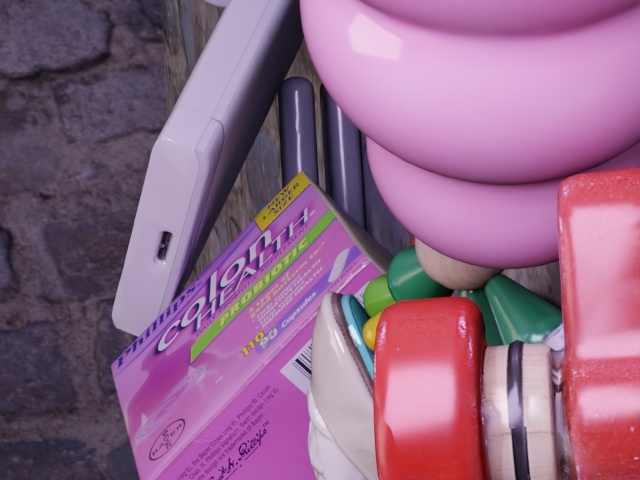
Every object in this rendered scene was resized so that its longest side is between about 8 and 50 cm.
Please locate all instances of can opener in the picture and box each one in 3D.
[{"bbox_3d":[0.000,0.000,1.634,0.093,0.074,0.280,-148,54,-79],"label":"can opener"}]

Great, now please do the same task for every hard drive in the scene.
[{"bbox_3d":[-0.067,-0.120,1.527,0.233,0.047,0.353,110,-178,-50],"label":"hard drive"}]

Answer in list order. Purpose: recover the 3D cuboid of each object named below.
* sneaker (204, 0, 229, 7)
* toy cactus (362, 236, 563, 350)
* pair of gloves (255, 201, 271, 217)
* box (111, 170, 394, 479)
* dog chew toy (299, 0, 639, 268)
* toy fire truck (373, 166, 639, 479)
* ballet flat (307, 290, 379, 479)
[{"bbox_3d":[-0.079,-0.377,1.726,0.210,0.137,0.366,-115,26,-71],"label":"sneaker"},{"bbox_3d":[0.091,0.033,0.995,0.219,0.112,0.180,-134,26,-57],"label":"toy cactus"},{"bbox_3d":[-0.024,0.043,1.674,0.198,0.023,0.159,-11,-82,-68],"label":"pair of gloves"},{"bbox_3d":[-0.026,0.089,1.360,0.117,0.213,0.243,43,-175,-18],"label":"box"},{"bbox_3d":[0.078,-0.119,0.804,0.207,0.206,0.332,-104,6,-45],"label":"dog chew toy"},{"bbox_3d":[0.126,0.128,0.779,0.254,0.169,0.302,21,-115,-80],"label":"toy fire truck"},{"bbox_3d":[0.041,0.139,1.130,0.248,0.086,0.086,56,-176,-26],"label":"ballet flat"}]
